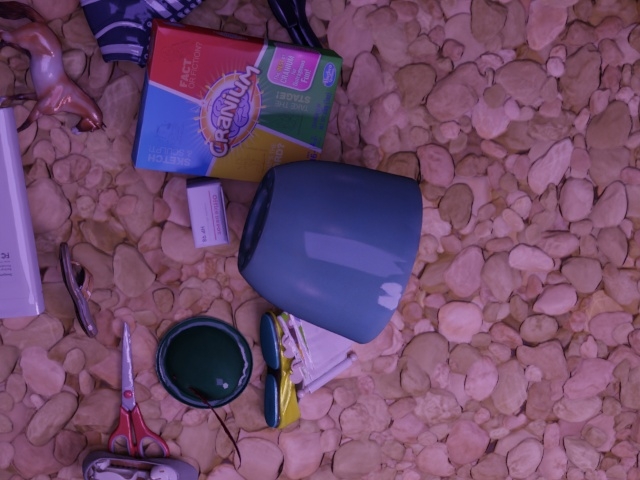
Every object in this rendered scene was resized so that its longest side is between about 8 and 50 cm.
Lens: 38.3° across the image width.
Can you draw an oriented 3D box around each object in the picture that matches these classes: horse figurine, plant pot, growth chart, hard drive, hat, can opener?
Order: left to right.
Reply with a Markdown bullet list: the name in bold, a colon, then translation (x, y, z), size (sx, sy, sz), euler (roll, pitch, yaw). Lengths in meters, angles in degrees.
- **hard drive**: translation (-0.610, -0.039, 1.560), size (0.232, 0.047, 0.353), euler (-4, 103, 4)
- **horse figurine**: translation (-0.484, -0.287, 1.547), size (0.174, 0.066, 0.264), euler (-14, 105, 2)
- **hat**: translation (-0.191, 0.249, 1.623), size (0.208, 0.183, 0.173), euler (32, 94, -12)
- **can opener**: translation (-0.035, -0.361, 1.607), size (0.073, 0.059, 0.186), euler (-42, 115, -27)
- **growth chart**: translation (-0.007, 0.154, 1.679), size (0.171, 0.021, 0.238), euler (-20, 105, -35)
- **plant pot**: translation (0.000, 0.000, 1.523), size (0.235, 0.293, 0.293), euler (17, 97, -15)

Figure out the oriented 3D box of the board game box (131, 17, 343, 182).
- **board game box**: translation (-0.142, -0.224, 1.555), size (0.316, 0.064, 0.242), euler (5, 112, -20)

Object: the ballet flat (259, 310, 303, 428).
- **ballet flat**: translation (-0.067, 0.235, 1.704), size (0.077, 0.077, 0.231), euler (-9, 105, -28)

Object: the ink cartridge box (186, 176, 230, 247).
- **ink cartridge box**: translation (-0.193, -0.050, 1.572), size (0.060, 0.180, 0.104), euler (-8, 101, -7)

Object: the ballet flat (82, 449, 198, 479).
- **ballet flat**: translation (-0.328, 0.432, 1.677), size (0.213, 0.068, 0.072), euler (11, 99, -11)

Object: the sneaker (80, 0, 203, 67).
- **sneaker**: translation (-0.251, -0.380, 1.546), size (0.282, 0.099, 0.153), euler (-14, 100, -1)

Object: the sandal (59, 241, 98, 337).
- **sandal**: translation (-0.419, 0.084, 1.623), size (0.049, 0.072, 0.180), euler (-22, 104, -20)

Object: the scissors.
- **scissors**: translation (-0.361, 0.301, 1.690), size (0.108, 0.021, 0.297), euler (-15, 103, -3)
